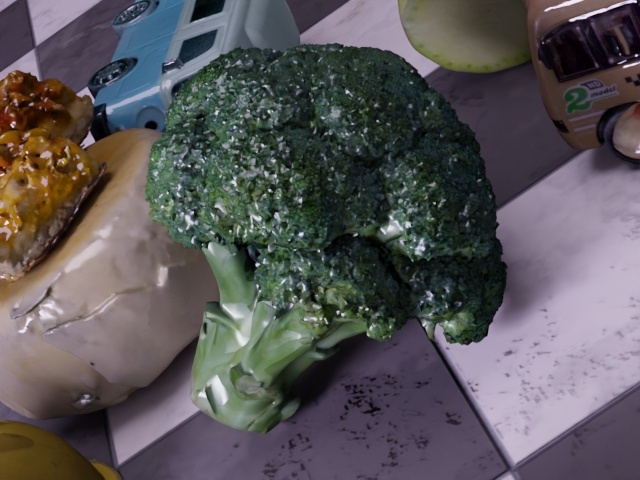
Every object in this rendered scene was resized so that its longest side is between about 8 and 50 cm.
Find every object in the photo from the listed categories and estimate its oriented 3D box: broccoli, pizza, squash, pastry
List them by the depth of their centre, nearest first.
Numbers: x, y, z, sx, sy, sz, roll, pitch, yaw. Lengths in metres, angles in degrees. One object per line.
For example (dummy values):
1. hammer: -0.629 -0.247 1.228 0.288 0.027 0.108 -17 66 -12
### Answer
1. broccoli: 0.000 0.000 0.997 0.270 0.270 0.270 -64 22 19
2. pizza: -0.257 -0.061 1.216 0.161 0.085 0.305 -36 27 9
3. pastry: -0.184 0.028 1.218 0.265 0.133 0.265 -28 29 17
4. squash: 0.134 -0.219 1.226 0.170 0.170 0.123 -15 49 35

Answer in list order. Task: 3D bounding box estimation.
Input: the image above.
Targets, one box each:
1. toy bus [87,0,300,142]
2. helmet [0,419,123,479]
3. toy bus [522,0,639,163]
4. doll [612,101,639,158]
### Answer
1. toy bus: -0.108 -0.151 1.407 0.165 0.133 0.271 -21 29 18
2. helmet: -0.265 0.209 1.040 0.257 0.140 0.205 -46 30 -22
3. toy bus: 0.271 -0.167 0.984 0.289 0.157 0.139 -14 35 35
4. doll: 0.308 -0.024 0.736 0.235 0.174 0.330 -10 26 -16
